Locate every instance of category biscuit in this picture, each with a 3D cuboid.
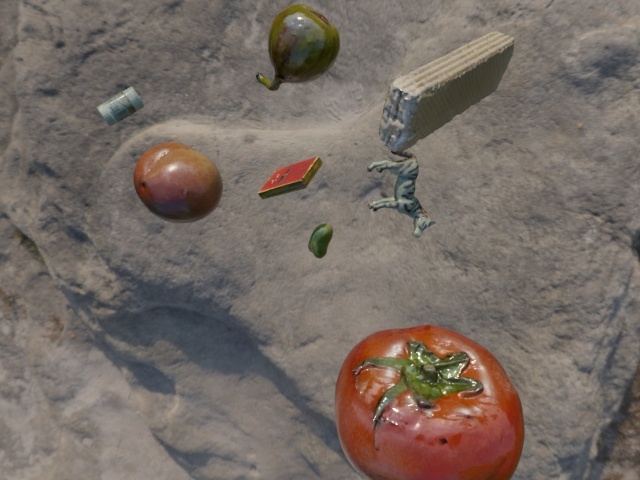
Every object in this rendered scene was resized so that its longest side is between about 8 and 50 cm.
[{"bbox_3d":[0.281,-0.331,1.002,0.078,0.426,0.144,37,142,25],"label":"biscuit"}]

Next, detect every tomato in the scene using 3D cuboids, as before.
[{"bbox_3d":[0.191,0.329,0.856,0.341,0.341,0.273,2,121,3],"label":"tomato"}]

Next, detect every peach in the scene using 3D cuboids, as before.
[{"bbox_3d":[-0.428,-0.169,1.382,0.252,0.252,0.253,1,102,3],"label":"peach"}]

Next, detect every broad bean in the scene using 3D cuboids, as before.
[{"bbox_3d":[0.000,0.000,1.038,0.045,0.063,0.083,38,120,34],"label":"broad bean"}]

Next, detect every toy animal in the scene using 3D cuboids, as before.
[{"bbox_3d":[0.213,-0.122,1.292,0.169,0.090,0.255,-24,117,-11],"label":"toy animal"}]

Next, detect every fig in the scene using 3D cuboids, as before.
[{"bbox_3d":[-0.054,-0.378,0.933,0.148,0.142,0.186,41,105,10],"label":"fig"}]

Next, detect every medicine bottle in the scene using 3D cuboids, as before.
[{"bbox_3d":[-0.413,-0.276,0.952,0.083,0.047,0.047,-37,99,-14],"label":"medicine bottle"}]

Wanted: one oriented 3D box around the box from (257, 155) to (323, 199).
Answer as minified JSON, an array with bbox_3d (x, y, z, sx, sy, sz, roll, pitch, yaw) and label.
[{"bbox_3d":[-0.065,-0.133,0.987,0.133,0.090,0.023,-9,125,41],"label":"box"}]
